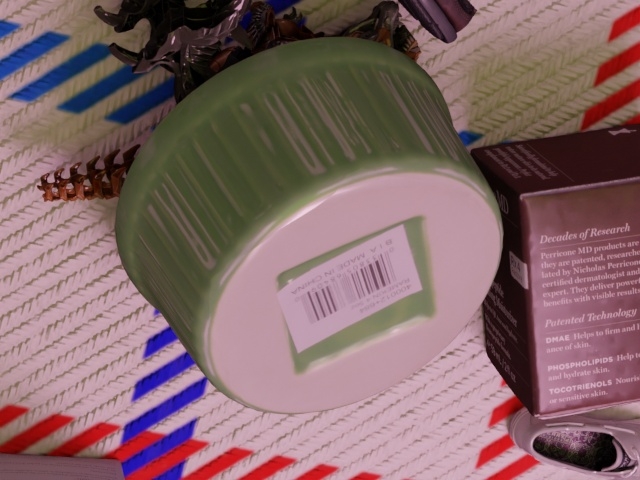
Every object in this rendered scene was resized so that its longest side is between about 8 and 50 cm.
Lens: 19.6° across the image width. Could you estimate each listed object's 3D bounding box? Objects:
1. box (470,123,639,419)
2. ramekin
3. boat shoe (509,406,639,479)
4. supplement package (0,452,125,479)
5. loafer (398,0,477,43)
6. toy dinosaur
[{"bbox_3d":[0.236,0.023,1.615,0.167,0.168,0.203,-9,107,-8],"label":"box"},{"bbox_3d":[0.000,0.000,1.506,0.303,0.148,0.303,-17,137,-17],"label":"ramekin"},{"bbox_3d":[0.268,0.195,1.728,0.184,0.063,0.066,19,102,-15],"label":"boat shoe"},{"bbox_3d":[-0.230,0.289,1.563,0.133,0.244,0.139,5,105,-12],"label":"supplement package"},{"bbox_3d":[0.044,-0.300,1.521,0.095,0.109,0.302,-41,106,-2],"label":"loafer"},{"bbox_3d":[-0.076,-0.117,1.533,0.322,0.164,0.218,-40,128,-20],"label":"toy dinosaur"}]
